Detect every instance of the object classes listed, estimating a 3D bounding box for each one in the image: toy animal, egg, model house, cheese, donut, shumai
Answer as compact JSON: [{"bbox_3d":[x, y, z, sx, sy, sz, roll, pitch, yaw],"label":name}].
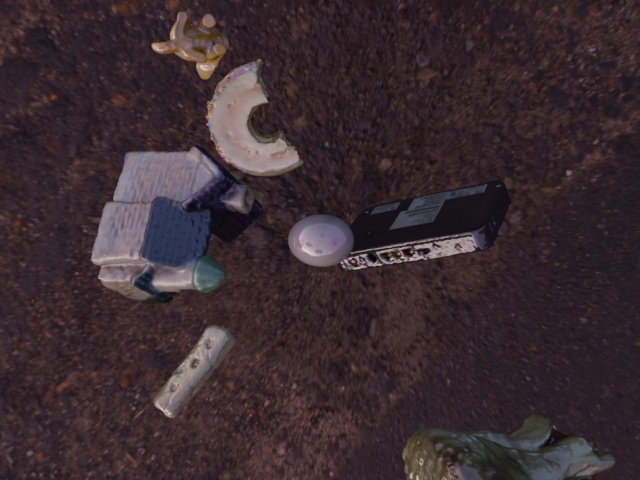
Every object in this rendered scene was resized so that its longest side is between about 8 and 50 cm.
[{"bbox_3d":[-0.123,-0.184,0.658,0.081,0.083,0.060,-27,103,-16],"label":"toy animal"},{"bbox_3d":[0.000,0.000,1.343,0.135,0.103,0.103,2,91,25],"label":"egg"},{"bbox_3d":[-0.266,-0.026,1.394,0.284,0.243,0.298,-4,66,27],"label":"model house"},{"bbox_3d":[-0.237,0.245,1.298,0.065,0.043,0.194,31,77,29],"label":"cheese"},{"bbox_3d":[-0.101,-0.162,0.964,0.108,0.065,0.166,-21,119,6],"label":"donut"},{"bbox_3d":[0.356,0.469,1.200,0.323,0.324,0.397,-18,49,-22],"label":"shumai"}]

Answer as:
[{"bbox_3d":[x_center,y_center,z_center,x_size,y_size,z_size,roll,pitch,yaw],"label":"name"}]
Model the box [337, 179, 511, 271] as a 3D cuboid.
[{"bbox_3d":[0.205,-0.028,1.427,0.350,0.211,0.058,-10,115,34],"label":"box"}]
